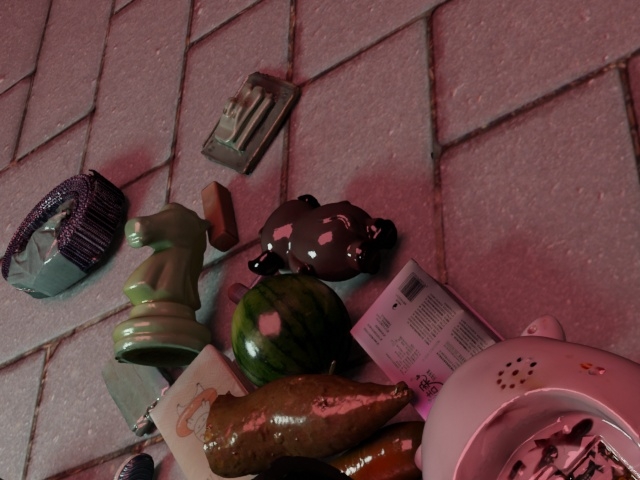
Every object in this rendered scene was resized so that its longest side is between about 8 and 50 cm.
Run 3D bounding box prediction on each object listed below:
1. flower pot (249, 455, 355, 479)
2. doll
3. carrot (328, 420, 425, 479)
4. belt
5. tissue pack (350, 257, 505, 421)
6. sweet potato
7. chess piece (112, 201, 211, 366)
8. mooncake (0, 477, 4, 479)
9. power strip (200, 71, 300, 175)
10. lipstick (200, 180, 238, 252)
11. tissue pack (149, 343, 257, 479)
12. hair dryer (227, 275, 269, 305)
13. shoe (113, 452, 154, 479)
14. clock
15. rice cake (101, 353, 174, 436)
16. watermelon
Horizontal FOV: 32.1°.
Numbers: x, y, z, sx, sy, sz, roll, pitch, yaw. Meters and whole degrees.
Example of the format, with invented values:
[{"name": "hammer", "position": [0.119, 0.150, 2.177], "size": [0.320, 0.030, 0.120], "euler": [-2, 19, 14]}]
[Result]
[{"name": "flower pot", "position": [-0.046, 0.459, 1.428], "size": [0.267, 0.267, 0.266], "euler": [-52, 36, 21]}, {"name": "doll", "position": [0.000, -0.001, 1.811], "size": [0.257, 0.117, 0.182], "euler": [0, 42, 43]}, {"name": "carrot", "position": [0.082, 0.304, 1.529], "size": [0.193, 0.087, 0.087], "euler": [-27, 45, 35]}, {"name": "belt", "position": [-0.566, -0.006, 2.417], "size": [0.325, 0.122, 0.260], "euler": [-31, 39, 29]}, {"name": "tissue pack", "position": [0.162, 0.154, 1.544], "size": [0.148, 0.092, 0.246], "euler": [-50, 38, 6]}, {"name": "sweet potato", "position": [-0.008, 0.244, 1.555], "size": [0.337, 0.131, 0.131], "euler": [-19, 50, 28]}, {"name": "chess piece", "position": [-0.275, 0.068, 1.971], "size": [0.176, 0.176, 0.298], "euler": [-18, 62, 38]}, {"name": "mooncake", "position": [-0.645, 0.554, 1.955], "size": [0.161, 0.290, 0.290], "euler": [-22, 48, 44]}, {"name": "power strip", "position": [-0.154, -0.246, 2.203], "size": [0.198, 0.064, 0.213], "euler": [24, 82, 54]}, {"name": "lipstick", "position": [-0.193, -0.046, 2.109], "size": [0.045, 0.045, 0.145], "euler": [-39, 41, 22]}, {"name": "tissue pack", "position": [-0.153, 0.319, 1.773], "size": [0.170, 0.071, 0.325], "euler": [-48, 38, 3]}, {"name": "hair dryer", "position": [-0.110, 0.069, 1.949], "size": [0.114, 0.037, 0.063], "euler": [-51, 36, -7]}, {"name": "shoe", "position": [-0.312, 0.427, 1.869], "size": [0.071, 0.064, 0.142], "euler": [-5, 62, 46]}, {"name": "clock", "position": [0.261, 0.262, 1.230], "size": [0.368, 0.250, 0.376], "euler": [-49, 38, 7]}, {"name": "rice cake", "position": [-0.331, 0.259, 2.035], "size": [0.124, 0.038, 0.211], "euler": [-53, 38, 1]}, {"name": "watermelon", "position": [-0.037, 0.152, 1.687], "size": [0.188, 0.188, 0.214], "euler": [-49, 57, 8]}]
